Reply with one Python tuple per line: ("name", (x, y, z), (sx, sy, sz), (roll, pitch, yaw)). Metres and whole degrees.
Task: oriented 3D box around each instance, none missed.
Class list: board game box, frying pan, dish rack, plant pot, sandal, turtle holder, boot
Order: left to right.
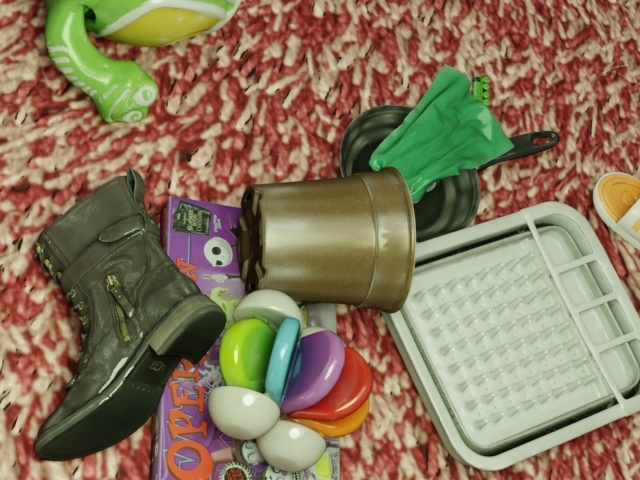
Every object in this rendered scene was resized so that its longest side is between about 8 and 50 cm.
("boot", (-0.238, 0.076, 1.367), (0.263, 0.091, 0.229), (-43, 60, 0))
("turtle holder", (-0.200, -0.322, 1.507), (0.227, 0.243, 0.320), (25, 47, -32))
("board game box", (-0.081, 0.127, 1.452), (0.208, 0.056, 0.347), (7, 63, -17))
("plant pot", (0.000, 0.000, 1.439), (0.165, 0.167, 0.167), (0, 65, -16))
("frying pan", (0.149, -0.113, 1.674), (0.197, 0.053, 0.326), (47, 54, 3))
("dish rack", (0.235, 0.117, 1.586), (0.333, 0.072, 0.285), (-16, 74, -30))
("sandal", (0.493, -0.013, 1.767), (0.265, 0.076, 0.102), (38, 56, -3))

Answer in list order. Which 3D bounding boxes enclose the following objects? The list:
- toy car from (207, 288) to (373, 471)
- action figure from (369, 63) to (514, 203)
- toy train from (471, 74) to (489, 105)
("toy car", (-0.020, 0.142, 1.345), (0.182, 0.136, 0.159), (41, 52, -35))
("action figure", (0.127, -0.107, 1.599), (0.137, 0.063, 0.232), (48, 53, 3))
("toy train", (0.216, -0.189, 1.764), (0.024, 0.017, 0.083), (8, 62, -9))
